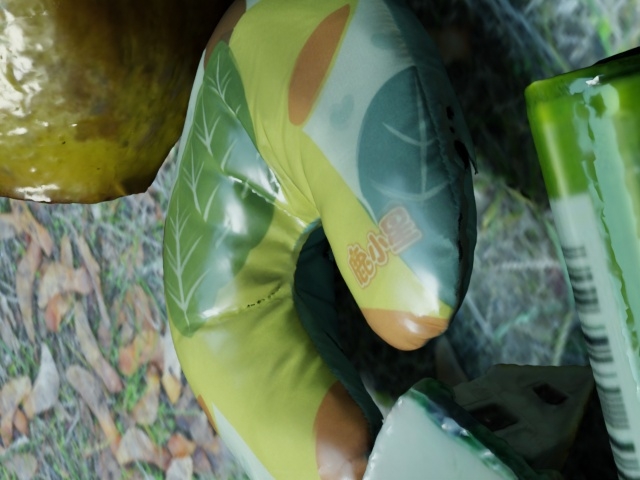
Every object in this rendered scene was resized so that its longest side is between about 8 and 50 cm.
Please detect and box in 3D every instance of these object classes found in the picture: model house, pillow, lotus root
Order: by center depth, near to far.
[{"bbox_3d":[0.085,0.104,0.767,0.101,0.100,0.088,41,127,33],"label":"model house"},{"bbox_3d":[0.000,0.000,0.841,0.214,0.086,0.233,58,139,41],"label":"pillow"},{"bbox_3d":[-0.139,-0.158,0.916,0.193,0.193,0.291,-11,96,54],"label":"lotus root"}]

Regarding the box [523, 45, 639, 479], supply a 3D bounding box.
[{"bbox_3d":[0.167,0.097,0.626,0.097,0.134,0.345,-14,-89,-85],"label":"box"}]
